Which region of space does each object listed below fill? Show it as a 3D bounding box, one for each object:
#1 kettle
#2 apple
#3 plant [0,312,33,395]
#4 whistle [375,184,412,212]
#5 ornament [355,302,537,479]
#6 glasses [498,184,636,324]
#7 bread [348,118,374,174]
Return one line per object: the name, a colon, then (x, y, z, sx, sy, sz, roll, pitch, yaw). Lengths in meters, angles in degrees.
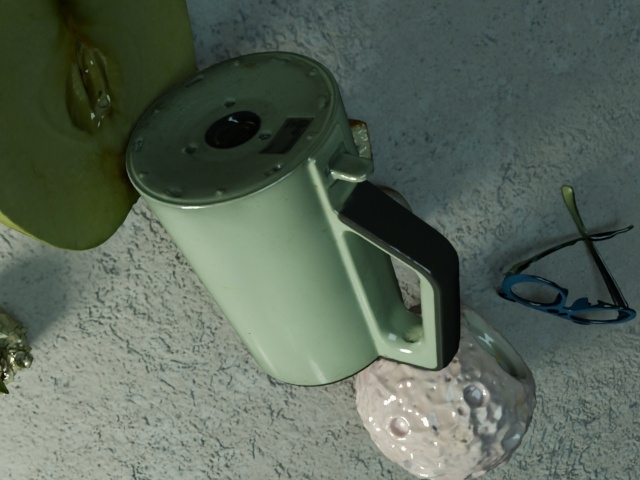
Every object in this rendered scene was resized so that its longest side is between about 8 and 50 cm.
kettle: (0.000, 0.000, 1.186, 0.250, 0.361, 0.376, -59, 144, -31)
apple: (-0.282, -0.176, 1.098, 0.320, 0.311, 0.360, -17, 126, -8)
plant: (-0.424, 0.148, 1.250, 0.104, 0.122, 0.116, -43, 122, 9)
whistle: (0.043, -0.034, 1.392, 0.220, 0.057, 0.107, 15, 104, -20)
ornament: (0.172, 0.221, 1.408, 0.259, 0.259, 0.225, 38, 108, -25)
glasses: (0.399, 0.033, 1.511, 0.239, 0.102, 0.206, 15, 100, -22)
bread: (0.027, -0.123, 1.352, 0.077, 0.070, 0.083, -13, 107, -17)
